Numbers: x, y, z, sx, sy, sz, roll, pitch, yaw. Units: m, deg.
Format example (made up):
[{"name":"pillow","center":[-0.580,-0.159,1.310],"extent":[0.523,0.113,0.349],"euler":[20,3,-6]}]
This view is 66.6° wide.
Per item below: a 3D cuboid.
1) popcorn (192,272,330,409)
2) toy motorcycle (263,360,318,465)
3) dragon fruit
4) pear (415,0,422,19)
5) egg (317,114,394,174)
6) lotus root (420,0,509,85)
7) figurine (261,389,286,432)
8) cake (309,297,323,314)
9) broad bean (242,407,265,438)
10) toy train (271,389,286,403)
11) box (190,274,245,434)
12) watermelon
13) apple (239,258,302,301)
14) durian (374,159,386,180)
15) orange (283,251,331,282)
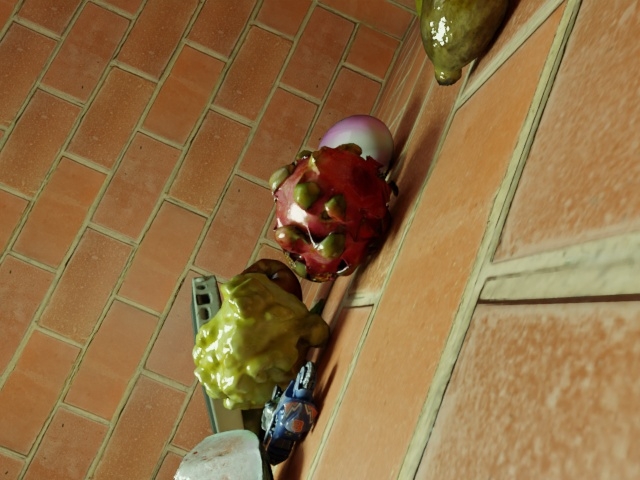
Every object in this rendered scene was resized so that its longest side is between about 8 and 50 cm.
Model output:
[{"name":"popcorn","center":[-0.129,0.214,0.995],"extent":[0.250,0.242,0.235],"euler":[-54,-16,2]},{"name":"toy motorcycle","center":[-0.049,0.305,0.858],"extent":[0.114,0.076,0.205],"euler":[-82,14,-52]},{"name":"dragon fruit","center":[0.019,-0.034,0.923],"extent":[0.243,0.307,0.227],"euler":[5,46,43]},{"name":"pear","center":[0.238,-0.437,0.848],"extent":[0.149,0.149,0.162],"euler":[-98,20,-84]},{"name":"egg","center":[0.095,-0.223,1.268],"extent":[0.271,0.196,0.196],"euler":[-9,55,64]},{"name":"lotus root","center":[0.213,-0.340,0.735],"extent":[0.138,0.139,0.213],"euler":[-73,-6,-65]},{"name":"figurine","center":[-0.095,0.359,1.044],"extent":[0.082,0.094,0.086],"euler":[-29,-49,-24]},{"name":"cake","center":[-0.071,0.251,1.336],"extent":[0.100,0.099,0.235],"euler":[123,171,-60]},{"name":"broad bean","center":[-0.229,0.562,1.450],"extent":[0.238,0.119,0.291],"euler":[-62,5,21]},{"name":"toy train","center":[-0.131,0.302,1.162],"extent":[0.081,0.194,0.125],"euler":[-30,15,16]},{"name":"box","center":[-0.277,0.324,1.300],"extent":[0.367,0.091,0.372],"euler":[-122,24,-56]},{"name":"watermelon","center":[-0.138,0.458,0.778],"extent":[0.321,0.188,0.175],"euler":[-82,-30,-54]},{"name":"apple","center":[-0.154,0.162,1.375],"extent":[0.234,0.234,0.233],"euler":[-156,90,-87]},{"name":"durian","center":[0.097,-0.098,1.110],"extent":[0.148,0.091,0.188],"euler":[-27,25,53]},{"name":"orange","center":[0.000,0.000,1.359],"extent":[0.234,0.182,0.234],"euler":[18,-90,-81]}]
